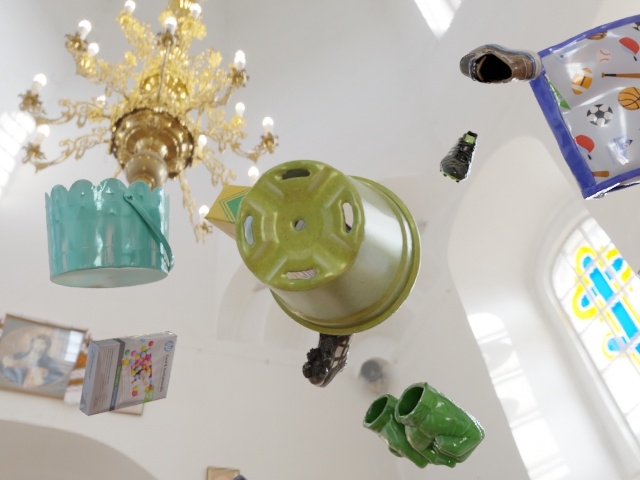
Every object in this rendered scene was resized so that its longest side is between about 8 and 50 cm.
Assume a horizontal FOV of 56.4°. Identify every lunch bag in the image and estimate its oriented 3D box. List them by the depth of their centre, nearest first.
[{"bbox_3d":[0.639,-0.278,1.252,0.386,0.327,0.239,-18,-11,-18],"label":"lunch bag"}]

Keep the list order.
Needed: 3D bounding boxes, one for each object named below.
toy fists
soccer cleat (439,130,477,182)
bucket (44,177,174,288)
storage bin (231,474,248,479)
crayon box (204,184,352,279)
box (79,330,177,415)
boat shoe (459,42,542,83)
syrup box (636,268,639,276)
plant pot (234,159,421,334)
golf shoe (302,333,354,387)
[{"bbox_3d":[0.179,0.336,1.051,0.142,0.096,0.279,32,-28,-3],"label":"toy fists"},{"bbox_3d":[0.276,-0.169,1.174,0.060,0.179,0.072,26,-59,6],"label":"soccer cleat"},{"bbox_3d":[-0.452,-0.006,1.286,0.282,0.182,0.281,-6,-12,-1],"label":"bucket"},{"bbox_3d":[-0.177,0.582,1.253,0.135,0.098,0.091,-44,-73,-23],"label":"storage bin"},{"bbox_3d":[-0.033,0.020,1.350,0.313,0.106,0.363,9,-24,48],"label":"crayon box"},{"bbox_3d":[-0.386,0.265,1.212,0.186,0.038,0.145,3,-78,-54],"label":"box"},{"bbox_3d":[0.297,-0.309,1.046,0.066,0.183,0.066,-17,-70,-22],"label":"boat shoe"},{"bbox_3d":[0.627,0.077,0.925,0.237,0.096,0.093,26,-77,-14],"label":"syrup box"},{"bbox_3d":[0.000,0.000,0.900,0.276,0.275,0.254,-22,-16,11],"label":"plant pot"},{"bbox_3d":[0.031,0.233,1.312,0.077,0.198,0.093,22,-27,33],"label":"golf shoe"}]
